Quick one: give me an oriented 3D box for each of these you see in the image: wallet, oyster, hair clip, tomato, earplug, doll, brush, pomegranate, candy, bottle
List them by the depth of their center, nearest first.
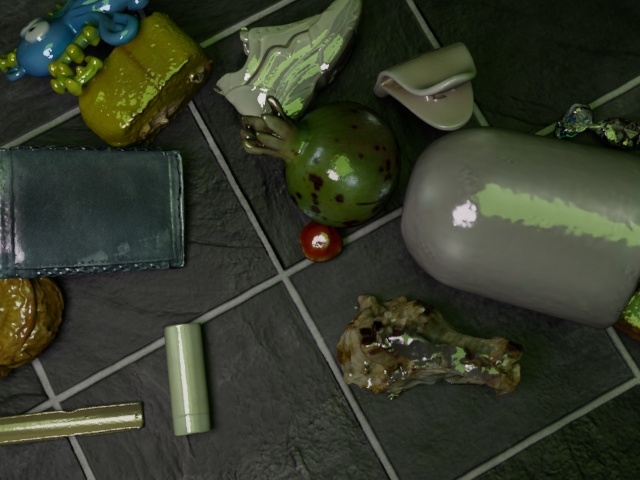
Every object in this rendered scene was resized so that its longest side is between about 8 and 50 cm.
[{"bbox_3d":[0.344,-0.044,1.351,0.393,0.312,0.313,15,81,5],"label":"earplug"},{"bbox_3d":[0.011,-0.141,1.377,0.242,0.305,0.243,-3,86,41],"label":"pomegranate"},{"bbox_3d":[0.196,0.214,1.402,0.336,0.133,0.198,15,89,8],"label":"oyster"},{"bbox_3d":[-0.423,-0.056,1.412,0.341,0.075,0.237,-4,97,-29],"label":"wallet"},{"bbox_3d":[0.203,-0.298,1.413,0.172,0.282,0.113,-21,125,-2],"label":"hair clip"},{"bbox_3d":[-0.249,0.258,1.429,0.072,0.072,0.202,-8,81,0],"label":"bottle"},{"bbox_3d":[-0.475,0.343,1.435,0.282,0.048,0.054,-5,83,-7],"label":"brush"},{"bbox_3d":[-0.465,-0.414,1.447,0.341,0.099,0.346,-46,43,-2],"label":"doll"},{"bbox_3d":[0.000,0.000,1.467,0.087,0.075,0.087,0,84,3],"label":"tomato"},{"bbox_3d":[0.578,-0.206,1.507,0.226,0.051,0.094,15,91,5],"label":"candy"}]

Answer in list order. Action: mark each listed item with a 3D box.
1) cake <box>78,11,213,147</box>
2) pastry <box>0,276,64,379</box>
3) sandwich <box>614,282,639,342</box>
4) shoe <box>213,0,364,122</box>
[{"bbox_3d":[-0.335,-0.293,1.471,0.156,0.179,0.260,43,87,8],"label":"cake"},{"bbox_3d":[-0.608,0.140,1.437,0.239,0.132,0.235,11,89,10],"label":"pastry"},{"bbox_3d":[0.723,0.145,1.419,0.271,0.099,0.301,-43,79,-11],"label":"sandwich"},{"bbox_3d":[-0.063,-0.375,1.502,0.210,0.132,0.342,34,86,4],"label":"shoe"}]
